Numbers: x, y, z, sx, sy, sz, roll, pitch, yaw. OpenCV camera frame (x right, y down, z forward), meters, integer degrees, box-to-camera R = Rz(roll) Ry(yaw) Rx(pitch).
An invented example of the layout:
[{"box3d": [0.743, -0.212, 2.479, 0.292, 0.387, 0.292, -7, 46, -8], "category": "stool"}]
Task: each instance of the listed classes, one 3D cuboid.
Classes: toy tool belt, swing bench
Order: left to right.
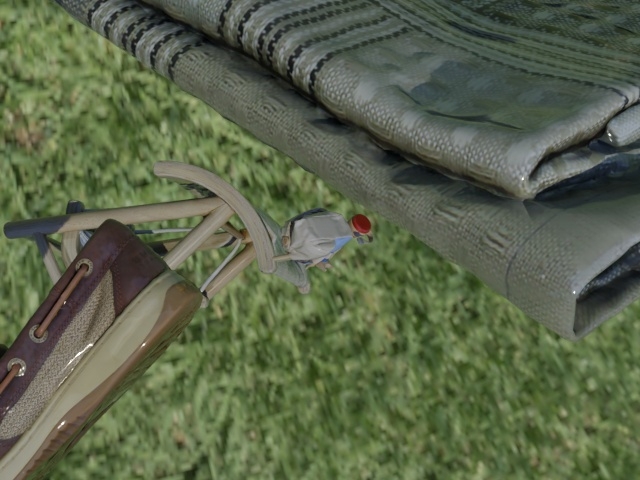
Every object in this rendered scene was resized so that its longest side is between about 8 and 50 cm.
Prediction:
[{"box3d": [-0.163, 0.020, 1.679, 0.255, 0.253, 0.165, -25, 80, 4], "category": "swing bench"}, {"box3d": [0.000, 0.000, 1.341, 0.083, 0.052, 0.051, -10, 156, -45], "category": "toy tool belt"}]

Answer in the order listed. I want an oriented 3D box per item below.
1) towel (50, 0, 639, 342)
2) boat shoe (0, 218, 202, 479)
[{"box3d": [0.060, -0.107, 0.556, 0.312, 0.324, 0.056, -21, 137, -44], "category": "towel"}, {"box3d": [-0.249, 0.125, 1.223, 0.123, 0.123, 0.342, 45, 95, 5], "category": "boat shoe"}]
